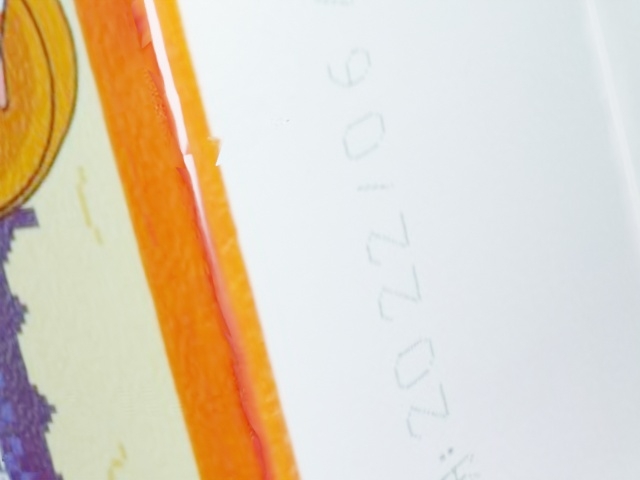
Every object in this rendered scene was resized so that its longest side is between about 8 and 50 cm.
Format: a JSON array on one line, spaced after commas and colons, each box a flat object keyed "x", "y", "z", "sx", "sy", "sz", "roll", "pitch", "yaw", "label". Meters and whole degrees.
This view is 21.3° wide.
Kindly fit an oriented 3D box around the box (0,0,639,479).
[{"x": 0.000, "y": 0.000, "z": 0.556, "sx": 0.257, "sy": 0.348, "sz": 0.318, "roll": -5, "pitch": 13, "yaw": 46, "label": "box"}]
